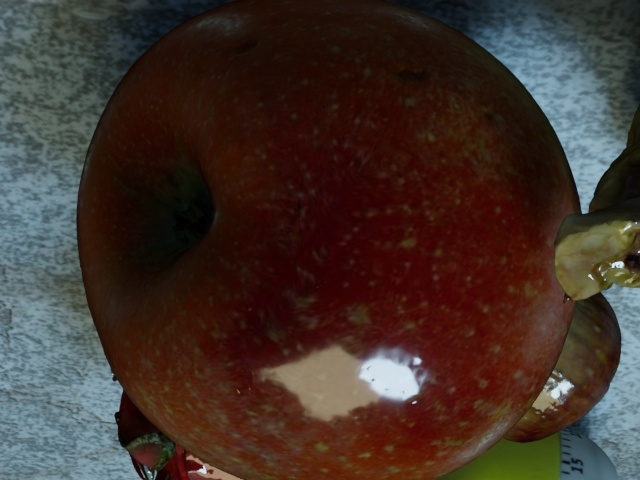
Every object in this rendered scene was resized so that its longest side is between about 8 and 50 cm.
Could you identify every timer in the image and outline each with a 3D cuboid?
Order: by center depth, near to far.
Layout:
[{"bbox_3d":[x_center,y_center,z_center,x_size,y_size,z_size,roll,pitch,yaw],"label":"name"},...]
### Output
[{"bbox_3d":[0.150,0.302,1.502,0.285,0.285,0.285,0,143,0],"label":"timer"}]

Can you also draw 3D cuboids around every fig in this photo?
[{"bbox_3d":[0.151,0.073,1.307,0.230,0.160,0.143,34,169,6],"label":"fig"}]

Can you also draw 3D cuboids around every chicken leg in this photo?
[{"bbox_3d":[0.267,-0.080,0.986,0.182,0.409,0.295,25,117,29],"label":"chicken leg"}]

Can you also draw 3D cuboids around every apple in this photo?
[{"bbox_3d":[0.000,0.000,1.011,0.277,0.348,0.348,13,143,-40],"label":"apple"}]

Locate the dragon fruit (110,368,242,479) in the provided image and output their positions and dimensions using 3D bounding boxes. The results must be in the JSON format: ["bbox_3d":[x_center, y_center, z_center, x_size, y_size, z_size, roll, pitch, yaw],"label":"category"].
[{"bbox_3d":[-0.087,0.134,1.265,0.233,0.234,0.293,14,109,-18],"label":"dragon fruit"}]
